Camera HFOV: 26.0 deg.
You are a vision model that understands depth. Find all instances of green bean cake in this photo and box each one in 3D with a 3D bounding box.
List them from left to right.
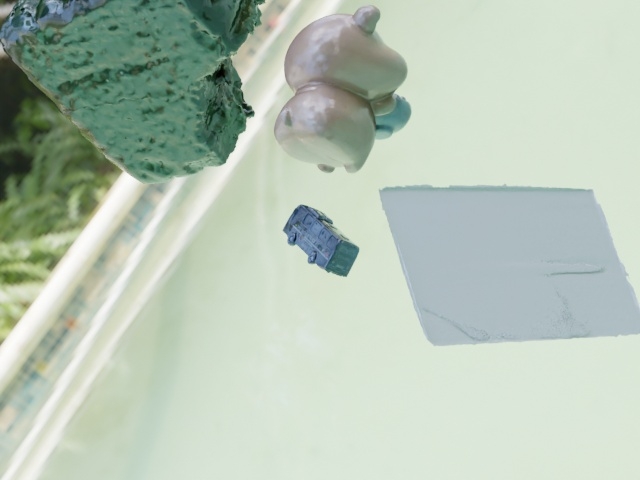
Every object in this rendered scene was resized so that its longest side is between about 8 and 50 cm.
[{"bbox_3d":[-0.192,-0.238,1.724,0.300,0.308,0.169,-14,41,32],"label":"green bean cake"}]

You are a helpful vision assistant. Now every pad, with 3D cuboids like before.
[{"bbox_3d":[0.167,0.017,1.187,0.004,0.232,0.156,-54,45,49],"label":"pad"}]

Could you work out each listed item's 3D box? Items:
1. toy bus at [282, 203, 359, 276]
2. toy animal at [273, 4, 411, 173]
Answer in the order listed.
[{"bbox_3d":[0.000,0.000,2.033,0.065,0.047,0.166,-62,31,9],"label":"toy bus"},{"bbox_3d":[0.019,-0.231,2.212,0.221,0.229,0.210,-40,20,-30],"label":"toy animal"}]
